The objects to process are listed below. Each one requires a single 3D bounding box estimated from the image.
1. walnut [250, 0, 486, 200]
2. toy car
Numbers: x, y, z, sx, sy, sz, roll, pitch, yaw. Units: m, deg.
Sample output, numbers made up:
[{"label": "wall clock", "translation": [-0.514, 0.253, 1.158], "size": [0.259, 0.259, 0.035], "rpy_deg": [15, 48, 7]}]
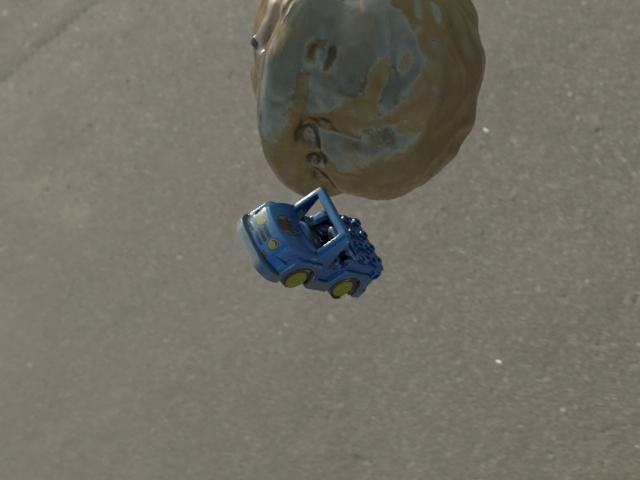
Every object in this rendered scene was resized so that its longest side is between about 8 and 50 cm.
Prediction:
[{"label": "walnut", "translation": [0.064, -0.239, 1.760], "size": [0.384, 0.384, 0.383], "rpy_deg": [-13, 69, 37]}, {"label": "toy car", "translation": [0.000, 0.000, 1.448], "size": [0.100, 0.191, 0.097], "rpy_deg": [-47, 53, 27]}]
